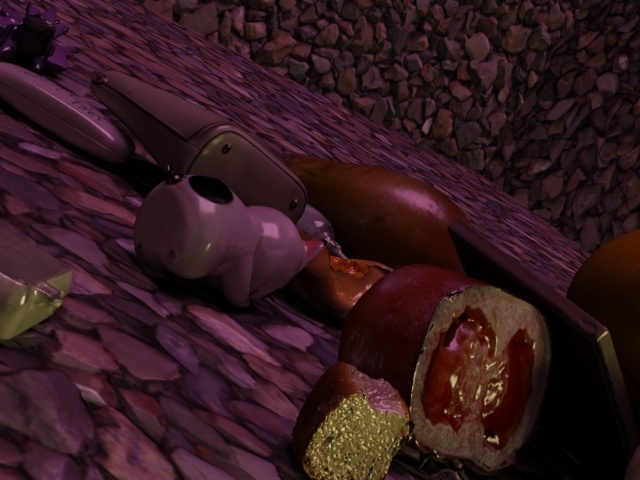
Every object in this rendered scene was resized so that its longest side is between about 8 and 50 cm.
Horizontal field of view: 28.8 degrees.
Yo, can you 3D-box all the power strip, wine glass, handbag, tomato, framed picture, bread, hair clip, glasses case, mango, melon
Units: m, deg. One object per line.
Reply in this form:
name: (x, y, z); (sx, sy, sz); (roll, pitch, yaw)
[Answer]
power strip: (-0.300, -0.012, 0.898); (0.270, 0.046, 0.118); (29, 8, 3)
wine glass: (0.000, 0.000, 1.566); (0.262, 0.074, 0.074); (36, 12, 36)
handbag: (-0.172, -0.110, 1.548); (0.315, 0.109, 0.241); (29, -9, 45)
tomato: (0.098, 0.112, 1.141); (0.155, 0.181, 0.214); (16, -10, 44)
framed picture: (0.244, 0.138, 1.283); (0.232, 0.024, 0.315); (42, -17, 47)
bread: (0.019, 0.141, 0.952); (0.076, 0.083, 0.070); (25, 9, -23)
hair clip: (-0.411, -0.286, 1.755); (0.137, 0.090, 0.278); (27, 6, -14)
glasses case: (-0.309, -0.152, 1.481); (0.197, 0.049, 0.076); (32, 9, 1)
mango: (0.393, 0.157, 1.333); (0.301, 0.220, 0.445); (38, -20, 27)
melon: (0.002, 0.041, 1.395); (0.160, 0.079, 0.128); (22, -5, -32)
mango: (0.062, -0.028, 1.656); (0.316, 0.146, 0.193); (25, -10, 21)

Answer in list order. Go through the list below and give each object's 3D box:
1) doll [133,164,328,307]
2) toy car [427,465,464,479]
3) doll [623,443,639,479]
doll: (-0.095, 0.003, 1.218); (0.110, 0.107, 0.180); (11, -12, 45)
toy car: (0.141, 0.224, 0.968); (0.142, 0.055, 0.069); (26, -3, 40)
doll: (0.448, 0.294, 1.047); (0.226, 0.215, 0.370); (-6, 32, -45)
